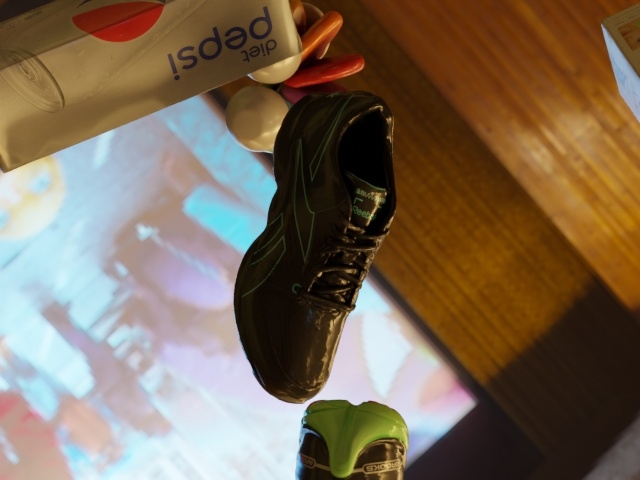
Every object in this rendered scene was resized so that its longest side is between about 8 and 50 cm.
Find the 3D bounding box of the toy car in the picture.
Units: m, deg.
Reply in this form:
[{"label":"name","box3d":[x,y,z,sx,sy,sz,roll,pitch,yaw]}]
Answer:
[{"label":"toy car","box3d":[-0.019,-0.178,1.671,0.159,0.136,0.182,-45,149,-64]}]

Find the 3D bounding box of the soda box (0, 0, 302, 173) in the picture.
[{"label":"soda box","box3d":[-0.168,-0.167,1.292,0.286,0.098,0.091,-23,-143,-10]}]

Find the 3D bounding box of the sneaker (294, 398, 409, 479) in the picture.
[{"label":"sneaker","box3d":[0.039,0.395,1.929,0.185,0.483,0.202,3,-129,16]}]

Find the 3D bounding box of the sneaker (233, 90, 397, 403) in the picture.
[{"label":"sneaker","box3d":[0.000,0.000,1.218,0.106,0.101,0.267,-7,-108,54]}]

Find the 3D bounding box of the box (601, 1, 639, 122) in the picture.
[{"label":"box","box3d":[0.338,-0.116,1.266,0.114,0.103,0.203,-25,-130,4]}]
